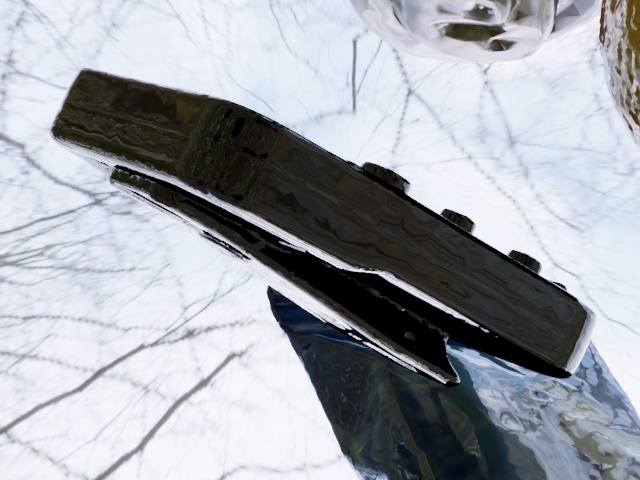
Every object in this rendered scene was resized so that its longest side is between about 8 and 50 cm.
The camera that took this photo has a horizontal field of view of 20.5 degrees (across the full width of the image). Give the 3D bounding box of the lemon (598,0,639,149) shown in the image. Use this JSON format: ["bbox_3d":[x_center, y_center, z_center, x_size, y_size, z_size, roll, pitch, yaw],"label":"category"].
[{"bbox_3d":[0.180,-0.075,0.668,0.142,0.187,0.142,-3,-76,-11],"label":"lemon"}]

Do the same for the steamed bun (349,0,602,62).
[{"bbox_3d":[0.073,-0.212,0.922,0.394,0.346,0.237,0,-95,23],"label":"steamed bun"}]

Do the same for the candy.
[{"bbox_3d":[0.100,0.135,0.761,0.187,0.331,0.077,5,-44,-35],"label":"candy"}]

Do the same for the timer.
[{"bbox_3d":[0.000,0.000,0.656,0.187,0.144,0.055,29,-96,-32],"label":"timer"}]
